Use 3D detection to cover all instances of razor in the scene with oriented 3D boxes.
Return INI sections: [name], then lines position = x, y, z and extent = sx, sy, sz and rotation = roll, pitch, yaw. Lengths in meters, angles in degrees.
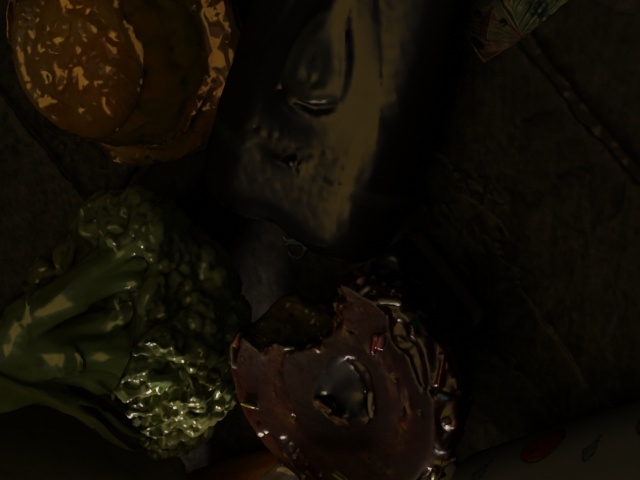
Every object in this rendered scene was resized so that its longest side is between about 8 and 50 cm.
[razor]
position = 0.020, -0.155, 1.469
extent = 0.204, 0.113, 0.349
rotation = 30, 118, 22

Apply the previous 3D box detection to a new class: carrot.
[carrot]
position = -0.055, 0.243, 1.711
extent = 0.205, 0.072, 0.072
rotation = -23, 96, 34

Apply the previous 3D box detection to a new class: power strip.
[power strip]
position = 0.033, 0.102, 1.600
extent = 0.256, 0.070, 0.105
rotation = -42, 83, 35

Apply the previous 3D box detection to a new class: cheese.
[cheese]
position = -0.266, 0.240, 1.681
extent = 0.326, 0.318, 0.115
rotation = 28, 107, 9

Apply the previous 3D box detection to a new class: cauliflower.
[cauliflower]
position = -0.204, 0.073, 1.620
extent = 0.281, 0.260, 0.327
rotation = 9, 131, -7

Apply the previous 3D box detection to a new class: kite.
[kite]
position = 0.147, -0.223, 1.433
extent = 0.137, 0.005, 0.153
rotation = 18, 117, 24

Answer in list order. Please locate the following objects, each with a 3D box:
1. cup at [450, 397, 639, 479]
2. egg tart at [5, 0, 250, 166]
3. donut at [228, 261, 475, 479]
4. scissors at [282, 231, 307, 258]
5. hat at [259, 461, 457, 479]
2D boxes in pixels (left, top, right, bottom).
[cup]
position = 0.288, 0.231, 1.408
extent = 0.317, 0.212, 0.212
rotation = -27, 94, 35
[egg tart]
position = -0.201, -0.190, 1.600
extent = 0.288, 0.118, 0.288
rotation = 16, 119, 30
[donut]
position = 0.040, 0.124, 1.502
extent = 0.216, 0.096, 0.230
rotation = 50, 126, 2
[scissors]
position = 0.000, 0.000, 1.615
extent = 0.083, 0.006, 0.036
rotation = -2, 107, 32
[hat]
position = 0.039, 0.312, 1.585
extent = 0.226, 0.219, 0.164
rotation = -4, 135, 17
